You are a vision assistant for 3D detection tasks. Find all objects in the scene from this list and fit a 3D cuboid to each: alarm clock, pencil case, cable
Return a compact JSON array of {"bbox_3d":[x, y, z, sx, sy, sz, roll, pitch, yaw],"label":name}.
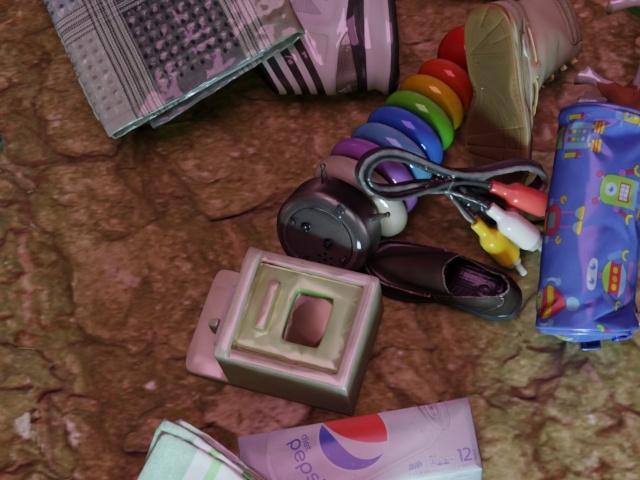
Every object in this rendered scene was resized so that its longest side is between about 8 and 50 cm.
[{"bbox_3d":[0.000,0.000,1.581,0.129,0.192,0.064,36,43,3],"label":"alarm clock"},{"bbox_3d":[0.346,-0.017,1.530,0.133,0.119,0.306,8,84,-7],"label":"pencil case"},{"bbox_3d":[0.187,-0.063,1.549,0.139,0.287,0.072,-60,29,12],"label":"cable"}]

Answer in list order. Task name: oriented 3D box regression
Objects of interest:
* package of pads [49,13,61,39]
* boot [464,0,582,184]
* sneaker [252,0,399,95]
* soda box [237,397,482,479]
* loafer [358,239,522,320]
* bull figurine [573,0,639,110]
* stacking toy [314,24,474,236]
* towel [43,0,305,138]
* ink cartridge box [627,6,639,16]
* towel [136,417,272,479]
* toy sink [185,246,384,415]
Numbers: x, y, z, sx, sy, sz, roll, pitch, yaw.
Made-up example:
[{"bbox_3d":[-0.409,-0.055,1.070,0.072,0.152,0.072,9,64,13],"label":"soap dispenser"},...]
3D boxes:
[{"bbox_3d":[-0.285,-0.443,1.836,0.297,0.101,0.229,-23,67,-4],"label":"package of pads"},{"bbox_3d":[0.278,-0.205,1.664,0.095,0.261,0.203,6,23,37],"label":"boot"},{"bbox_3d":[-0.030,-0.410,1.757,0.258,0.169,0.447,-4,69,2],"label":"sneaker"},{"bbox_3d":[0.049,0.268,1.495,0.286,0.098,0.091,-10,66,3],"label":"soda box"},{"bbox_3d":[0.154,0.039,1.592,0.220,0.078,0.080,12,69,11],"label":"loafer"},{"bbox_3d":[0.442,-0.211,1.623,0.188,0.101,0.310,28,96,24],"label":"bull figurine"},{"bbox_3d":[0.136,-0.167,1.660,0.141,0.141,0.330,31,70,17],"label":"stacking toy"},{"bbox_3d":[-0.218,-0.331,1.699,0.312,0.056,0.324,-28,74,4],"label":"towel"},{"bbox_3d":[0.580,-0.389,1.722,0.189,0.097,0.255,37,76,19],"label":"ink cartridge box"},{"bbox_3d":[-0.097,0.385,1.431,0.325,0.038,0.247,30,105,15],"label":"towel"},{"bbox_3d":[-0.053,0.107,1.557,0.234,0.131,0.152,14,69,12],"label":"toy sink"}]
